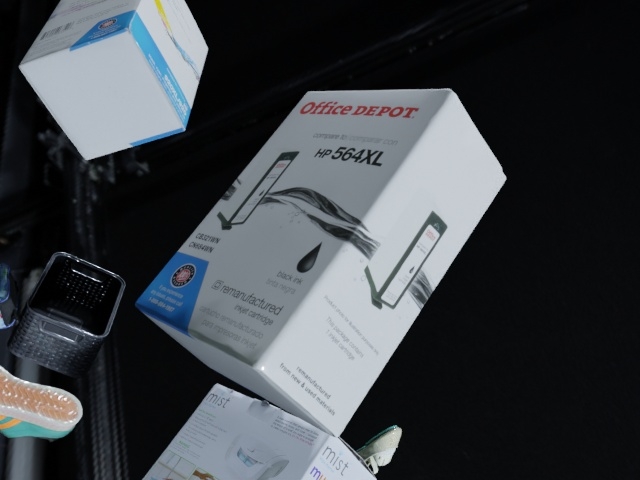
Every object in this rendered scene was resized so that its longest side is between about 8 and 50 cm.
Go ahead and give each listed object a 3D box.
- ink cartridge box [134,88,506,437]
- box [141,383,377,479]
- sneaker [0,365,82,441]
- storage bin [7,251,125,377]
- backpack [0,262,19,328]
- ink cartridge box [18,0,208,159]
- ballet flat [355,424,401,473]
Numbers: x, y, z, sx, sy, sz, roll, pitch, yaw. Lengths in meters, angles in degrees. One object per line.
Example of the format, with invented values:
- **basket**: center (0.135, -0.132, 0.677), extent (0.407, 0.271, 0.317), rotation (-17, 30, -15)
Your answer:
- **ink cartridge box**: center (0.000, 0.000, 0.476), extent (0.148, 0.086, 0.203), rotation (13, -118, 50)
- **box**: center (-0.103, 0.335, 0.959), extent (0.262, 0.127, 0.231), rotation (6, -130, 48)
- **sneaker**: center (-0.634, 0.325, 1.446), extent (0.121, 0.302, 0.108), rotation (-49, -157, 32)
- **storage bin**: center (-0.382, 0.110, 1.115), extent (0.084, 0.122, 0.180), rotation (-59, -163, 20)
- **backpack**: center (-0.482, 0.075, 1.002), extent (0.114, 0.084, 0.105), rotation (-14, -145, -13)
- **ink cartridge box**: center (-0.287, -0.268, 1.071), extent (0.171, 0.168, 0.233), rotation (-14, -139, 15)
- **ballet flat**: center (0.096, 0.374, 1.276), extent (0.168, 0.057, 0.052), rotation (-49, -121, 45)
